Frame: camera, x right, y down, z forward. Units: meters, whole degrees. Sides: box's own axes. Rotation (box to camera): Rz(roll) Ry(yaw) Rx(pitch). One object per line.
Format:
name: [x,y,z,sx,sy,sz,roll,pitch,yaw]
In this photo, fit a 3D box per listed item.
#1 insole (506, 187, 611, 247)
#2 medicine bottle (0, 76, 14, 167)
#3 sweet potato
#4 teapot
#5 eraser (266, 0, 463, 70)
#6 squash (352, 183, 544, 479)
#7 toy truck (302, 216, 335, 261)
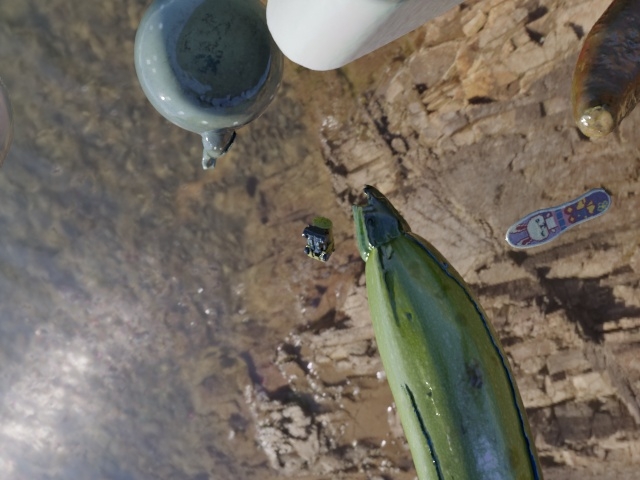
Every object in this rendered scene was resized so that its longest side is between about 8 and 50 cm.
insole: [0.425,-0.037,1.179,0.197,0.004,0.065,-23,108,4]
medicine bottle: [-0.310,-0.126,0.313,0.130,0.130,0.341,-16,139,31]
sweet potato: [0.232,-0.166,0.445,0.058,0.255,0.078,29,171,31]
teapot: [-0.144,-0.236,0.859,0.129,0.193,0.294,-160,62,-63]
eraser: [0.052,-0.315,0.648,0.331,0.331,0.150,50,150,-5]
squash: [0.097,0.110,0.477,0.094,0.094,0.341,-26,71,34]
toy truck: [0.000,0.000,1.265,0.049,0.054,0.083,21,144,20]
